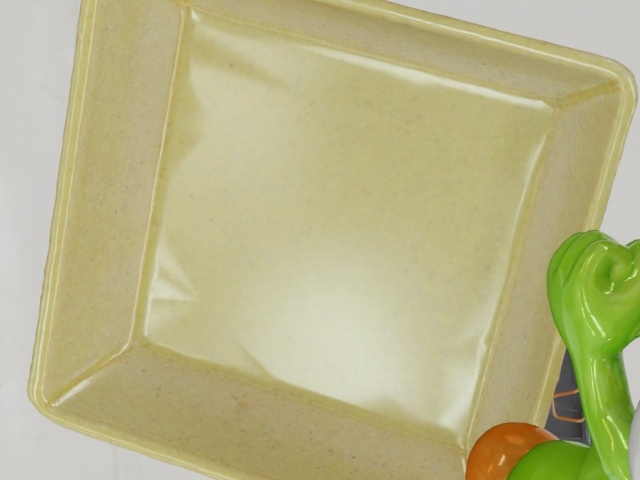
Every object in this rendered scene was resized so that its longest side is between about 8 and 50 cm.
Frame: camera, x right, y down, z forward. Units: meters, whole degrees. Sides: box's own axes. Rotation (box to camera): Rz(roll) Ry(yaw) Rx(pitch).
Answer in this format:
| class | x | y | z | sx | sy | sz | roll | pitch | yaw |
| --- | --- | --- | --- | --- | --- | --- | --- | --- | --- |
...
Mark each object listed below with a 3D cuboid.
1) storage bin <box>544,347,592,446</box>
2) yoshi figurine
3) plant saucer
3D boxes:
| class | x | y | z | sx | sy | sz | roll | pitch | yaw |
| --- | --- | --- | --- | --- | --- | --- | --- | --- | --- |
| storage bin | 0.182 | 0.105 | 1.198 | 0.091 | 0.098 | 0.135 | 0 | 121 | 20 |
| yoshi figurine | 0.188 | 0.082 | 0.691 | 0.204 | 0.362 | 0.203 | -17 | 70 | -18 |
| plant saucer | 0.000 | 0.000 | 0.934 | 0.333 | 0.081 | 0.332 | 17 | 112 | 12 |
